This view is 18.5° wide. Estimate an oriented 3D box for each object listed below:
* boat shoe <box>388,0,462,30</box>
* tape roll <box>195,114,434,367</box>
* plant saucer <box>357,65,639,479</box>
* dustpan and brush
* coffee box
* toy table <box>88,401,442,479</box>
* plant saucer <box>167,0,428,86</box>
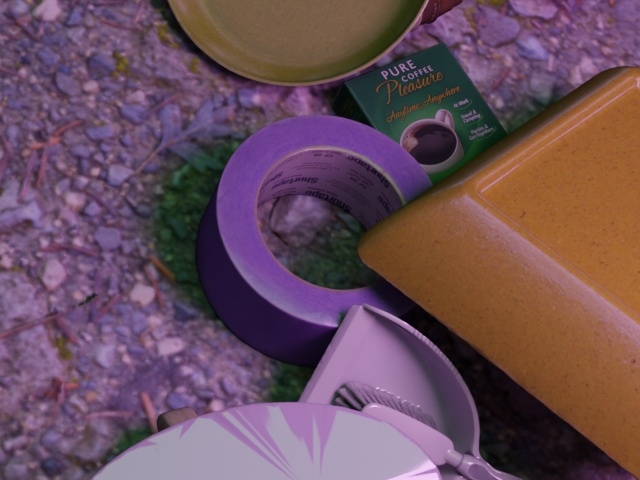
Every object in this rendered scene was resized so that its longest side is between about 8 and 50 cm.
[{"bbox_3d":[0.049,-0.305,1.734,0.095,0.095,0.257,-20,82,-20],"label":"boat shoe"},{"bbox_3d":[0.000,0.000,1.563,0.189,0.080,0.189,7,62,-14],"label":"tape roll"},{"bbox_3d":[0.256,0.002,1.510,0.333,0.081,0.333,39,50,22],"label":"plant saucer"},{"bbox_3d":[0.087,0.157,1.501,0.211,0.060,0.147,28,93,-23],"label":"dustpan and brush"},{"bbox_3d":[0.104,-0.071,1.655,0.113,0.040,0.184,-26,73,-27],"label":"coffee box"},{"bbox_3d":[-0.061,0.218,1.369,0.274,0.161,0.252,-2,70,-14],"label":"toy table"},{"bbox_3d":[-0.016,-0.246,1.659,0.241,0.037,0.241,-1,86,8],"label":"plant saucer"}]
